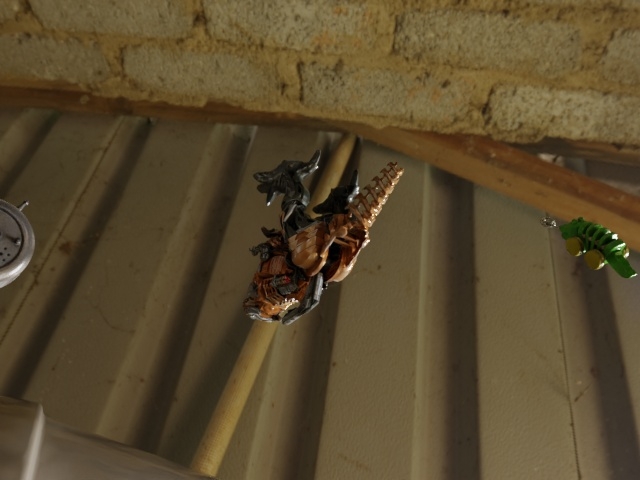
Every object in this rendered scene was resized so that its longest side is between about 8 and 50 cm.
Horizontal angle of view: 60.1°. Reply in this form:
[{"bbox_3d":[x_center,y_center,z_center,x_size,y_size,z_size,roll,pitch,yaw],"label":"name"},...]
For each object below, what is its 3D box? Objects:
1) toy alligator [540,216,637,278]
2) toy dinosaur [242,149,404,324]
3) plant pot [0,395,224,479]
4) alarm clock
[{"bbox_3d":[0.398,-0.010,0.833,0.056,0.051,0.190,-16,-147,-13],"label":"toy alligator"},{"bbox_3d":[0.000,0.000,0.800,0.321,0.164,0.219,-23,-133,21],"label":"toy dinosaur"},{"bbox_3d":[-0.212,0.318,0.503,0.280,0.323,0.323,14,-134,-23],"label":"plant pot"},{"bbox_3d":[-0.469,0.022,0.762,0.129,0.064,0.192,10,-109,-38],"label":"alarm clock"}]
